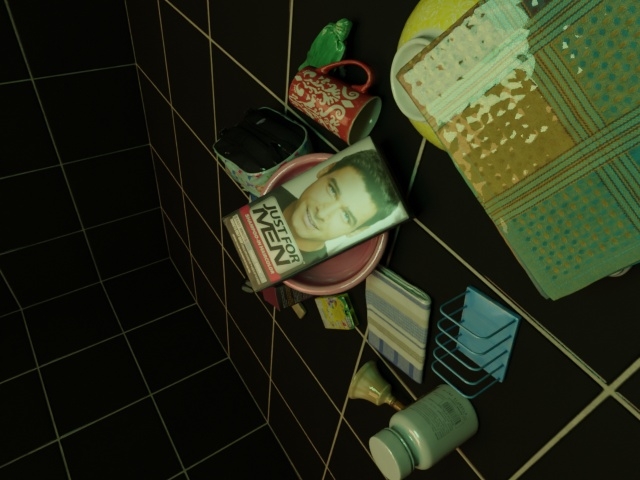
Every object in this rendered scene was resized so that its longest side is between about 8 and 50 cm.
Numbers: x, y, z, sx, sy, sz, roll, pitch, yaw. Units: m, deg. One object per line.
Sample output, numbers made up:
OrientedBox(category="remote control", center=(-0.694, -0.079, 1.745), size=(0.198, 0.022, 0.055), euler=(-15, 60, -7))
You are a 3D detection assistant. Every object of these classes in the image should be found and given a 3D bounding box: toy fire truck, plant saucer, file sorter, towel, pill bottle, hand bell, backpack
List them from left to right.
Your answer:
OrientedBox(category="backpack", center=(-0.133, -0.221, 1.241), size=(0.254, 0.225, 0.191), euler=(34, 159, 44))
OrientedBox(category="toy fire truck", center=(-0.141, 0.153, 1.638), size=(0.217, 0.247, 0.158), euler=(133, 155, -59))
OrientedBox(category="plant saucer", center=(0.005, -0.038, 1.110), size=(0.333, 0.084, 0.331), euler=(1, 93, 18))
OrientedBox(category="towel", center=(0.190, 0.203, 1.165), size=(0.209, 0.034, 0.284), euler=(35, 139, 44))
OrientedBox(category="hand bell", center=(0.208, 0.444, 1.262), size=(0.242, 0.126, 0.126), euler=(28, 134, 33))
OrientedBox(category="pill bottle", center=(0.229, 0.431, 1.042), size=(0.131, 0.230, 0.131), euler=(40, 141, 43))
OrientedBox(category="file sorter", center=(0.292, 0.200, 0.903), size=(0.118, 0.105, 0.170), euler=(38, 140, 45))
OrientedBox(category="towel", center=(0.294, -0.133, 0.553), size=(0.272, 0.040, 0.370), euler=(-34, 91, 36))

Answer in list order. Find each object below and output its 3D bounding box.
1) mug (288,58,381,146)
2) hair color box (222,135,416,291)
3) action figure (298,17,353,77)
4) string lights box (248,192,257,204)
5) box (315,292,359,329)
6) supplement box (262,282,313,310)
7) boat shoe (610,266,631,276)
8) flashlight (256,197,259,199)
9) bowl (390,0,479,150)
OrientedBox(category="mug", center=(0.036, -0.301, 0.969), size=(0.169, 0.150, 0.113), euler=(35, -175, 19))
OrientedBox(category="hair color box", center=(-0.007, -0.049, 1.010), size=(0.375, 0.114, 0.185), euler=(-27, 84, 18))
OrientedBox(category="action figure", center=(0.016, -0.394, 1.017), size=(0.137, 0.064, 0.232), euler=(65, 156, 10))
OrientedBox(category="string lights box", center=(-0.183, -0.092, 1.572), size=(0.133, 0.077, 0.259), euler=(57, 151, 22))
OrientedBox(category="box", center=(0.052, 0.214, 1.408), size=(0.179, 0.043, 0.105), euler=(-17, 94, 65))
OrientedBox(category="supplement box", center=(-0.074, 0.129, 1.413), size=(0.104, 0.188, 0.080), euler=(25, 129, 53))
OrientedBox(category="boat shoe", center=(0.368, -0.050, 0.620), size=(0.083, 0.076, 0.226), euler=(12, 120, 58))
OrientedBox(category="flashlight", center=(-0.141, -0.087, 1.317), size=(0.103, 0.304, 0.103), euler=(-25, 119, 25))
OrientedBox(category="bowl", center=(0.201, -0.249, 0.692), size=(0.289, 0.156, 0.289), euler=(39, 141, 42))
